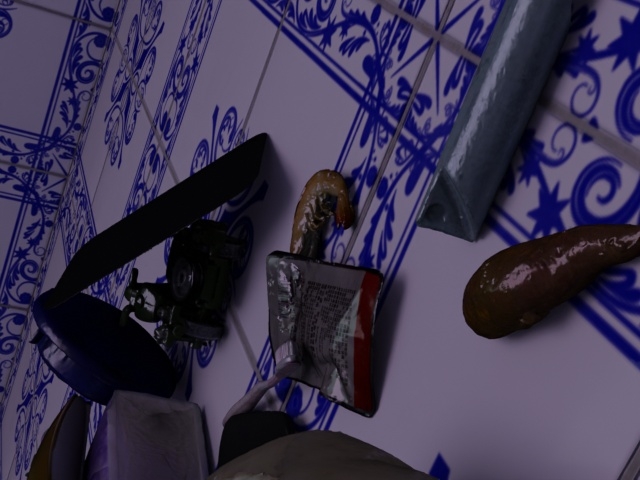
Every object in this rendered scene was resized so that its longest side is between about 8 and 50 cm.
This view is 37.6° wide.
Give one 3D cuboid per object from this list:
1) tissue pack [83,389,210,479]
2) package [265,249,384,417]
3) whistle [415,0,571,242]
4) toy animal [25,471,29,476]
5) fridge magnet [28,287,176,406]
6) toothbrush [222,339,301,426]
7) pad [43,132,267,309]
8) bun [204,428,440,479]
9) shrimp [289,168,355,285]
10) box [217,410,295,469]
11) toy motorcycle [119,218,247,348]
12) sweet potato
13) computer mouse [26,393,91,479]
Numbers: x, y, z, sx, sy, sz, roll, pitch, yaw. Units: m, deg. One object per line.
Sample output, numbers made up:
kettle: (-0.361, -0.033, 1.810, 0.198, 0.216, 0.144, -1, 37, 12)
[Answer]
tissue pack: (-0.287, 0.424, 1.366, 0.242, 0.160, 0.338, -107, 38, -55)
package: (-0.002, 0.097, 1.040, 0.239, 0.030, 0.154, 10, 100, 63)
whistle: (0.164, -0.144, 0.798, 0.312, 0.062, 0.062, -68, 25, 18)
toy animal: (-0.448, 0.427, 1.440, 0.100, 0.103, 0.208, -53, 16, 31)
fridge magnet: (-0.348, 0.175, 1.511, 0.112, 0.265, 0.265, -54, 28, 7)
toothbrush: (-0.079, 0.185, 1.161, 0.307, 0.025, 0.029, 128, 139, -58)
pad: (-0.223, 0.002, 1.349, 0.375, 0.063, 0.315, -30, 19, 15)
bun: (0.035, 0.312, 0.679, 0.360, 0.211, 0.359, -15, 72, 54)
shrimp: (0.001, 0.000, 1.120, 0.124, 0.034, 0.178, -9, 68, 58)
box: (-0.079, 0.303, 1.123, 0.212, 0.042, 0.201, -28, 53, 58)
toy motorcycle: (-0.211, 0.056, 1.436, 0.275, 0.127, 0.205, 25, 104, 62)
sweet potato: (0.164, 0.026, 0.709, 0.226, 0.068, 0.068, -40, 43, 52)
computer mouse: (-0.386, 0.356, 1.351, 0.310, 0.072, 0.158, -101, 34, -56)
